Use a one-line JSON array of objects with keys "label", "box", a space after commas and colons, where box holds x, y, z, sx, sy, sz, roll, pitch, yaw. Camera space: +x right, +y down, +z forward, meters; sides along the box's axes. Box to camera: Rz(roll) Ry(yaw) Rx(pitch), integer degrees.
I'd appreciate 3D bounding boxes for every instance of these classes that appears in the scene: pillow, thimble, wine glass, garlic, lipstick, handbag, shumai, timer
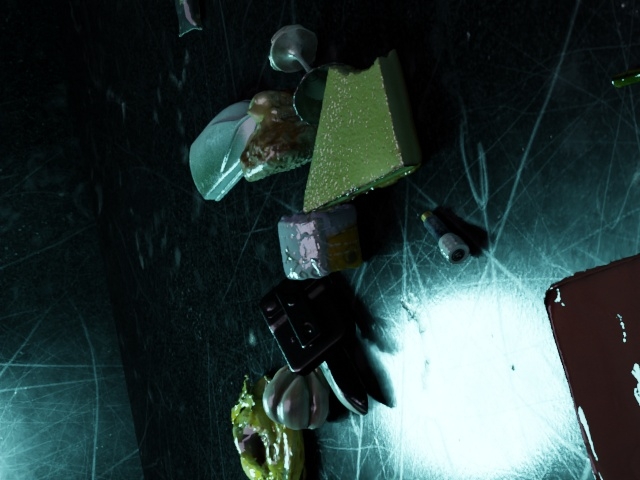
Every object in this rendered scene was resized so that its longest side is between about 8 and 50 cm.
[{"label": "pillow", "box": [-0.303, -0.546, 2.300, 0.090, 0.048, 0.150, -176, 81, -67]}, {"label": "thimble", "box": [-0.003, 0.000, 1.746, 0.151, 0.127, 0.117, -5, 96, 54]}, {"label": "wine glass", "box": [-0.019, -0.285, 1.714, 0.183, 0.122, 0.122, -123, 34, -49]}, {"label": "garlic", "box": [-0.033, 0.274, 1.933, 0.131, 0.127, 0.194, 15, 97, 18]}, {"label": "lipstick", "box": [0.176, -0.011, 1.478, 0.116, 0.037, 0.037, -123, 34, -49]}, {"label": "handbag", "box": [0.366, 0.135, 1.062, 0.275, 0.084, 0.260, -36, 65, 62]}, {"label": "shumai", "box": [-0.076, -0.194, 1.808, 0.209, 0.161, 0.153, 148, 109, -82]}, {"label": "timer", "box": [-0.027, 0.138, 1.848, 0.144, 0.055, 0.187, -40, 51, 10]}]

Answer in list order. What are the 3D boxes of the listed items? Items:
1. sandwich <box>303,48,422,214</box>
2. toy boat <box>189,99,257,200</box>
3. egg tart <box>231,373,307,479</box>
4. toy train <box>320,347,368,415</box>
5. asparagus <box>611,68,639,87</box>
[{"label": "sandwich", "box": [0.049, -0.176, 1.604, 0.245, 0.063, 0.212, -23, 74, 46]}, {"label": "toy boat", "box": [-0.184, -0.200, 2.121, 0.319, 0.092, 0.141, -38, 63, 54]}, {"label": "egg tart", "box": [-0.129, 0.428, 2.173, 0.297, 0.132, 0.297, 171, 90, -71]}, {"label": "toy train", "box": [0.026, 0.229, 1.846, 0.048, 0.055, 0.252, 100, 151, -45]}, {"label": "asparagus", "box": [0.354, -0.182, 1.062, 0.127, 0.015, 0.018, -13, 87, 65]}]
